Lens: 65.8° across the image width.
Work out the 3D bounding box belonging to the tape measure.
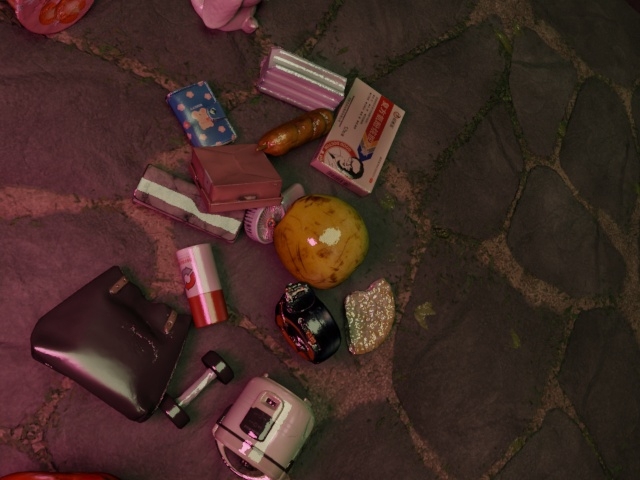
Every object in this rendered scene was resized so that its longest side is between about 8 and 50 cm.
[{"bbox_3d":[-0.041,0.238,1.388,0.135,0.202,0.223,-32,79,-24],"label":"tape measure"}]

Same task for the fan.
[{"bbox_3d":[-0.128,-0.091,1.471,0.244,0.074,0.130,-46,141,-35],"label":"fan"}]

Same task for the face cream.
[{"bbox_3d":[-0.319,0.123,1.344,0.095,0.096,0.214,-13,85,-26],"label":"face cream"}]

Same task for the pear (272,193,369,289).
[{"bbox_3d":[0.000,0.000,1.417,0.283,0.283,0.284,5,78,-23],"label":"pear"}]

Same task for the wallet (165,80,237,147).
[{"bbox_3d":[-0.345,-0.359,1.451,0.141,0.059,0.202,-31,93,-28],"label":"wallet"}]

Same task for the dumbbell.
[{"bbox_3d":[-0.324,0.386,1.287,0.191,0.100,0.100,-42,98,-25],"label":"dumbbell"}]

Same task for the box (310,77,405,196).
[{"bbox_3d":[0.131,-0.348,1.661,0.214,0.069,0.353,30,71,-16],"label":"box"}]

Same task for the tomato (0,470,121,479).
[{"bbox_3d":[-0.560,0.627,1.027,0.325,0.290,0.293,5,75,-22],"label":"tomato"}]

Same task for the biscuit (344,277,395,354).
[{"bbox_3d":[0.148,0.233,1.563,0.188,0.040,0.265,36,66,-14],"label":"biscuit"}]

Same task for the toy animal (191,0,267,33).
[{"bbox_3d":[-0.234,-0.759,1.470,0.271,0.265,0.206,-42,99,-27],"label":"toy animal"}]

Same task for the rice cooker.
[{"bbox_3d":[-0.149,0.490,1.282,0.226,0.226,0.244,40,69,-12],"label":"rice cooker"}]

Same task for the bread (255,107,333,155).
[{"bbox_3d":[-0.082,-0.319,1.497,0.344,0.124,0.084,-39,116,-43],"label":"bread"}]

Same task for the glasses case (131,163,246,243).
[{"bbox_3d":[-0.360,-0.100,1.381,0.299,0.060,0.114,25,74,-21],"label":"glasses case"}]

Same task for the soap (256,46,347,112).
[{"bbox_3d":[-0.062,-0.498,1.557,0.261,0.150,0.094,19,67,-20],"label":"soap"}]

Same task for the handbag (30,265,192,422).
[{"bbox_3d":[-0.495,0.240,1.222,0.342,0.152,0.288,41,55,-15],"label":"handbag"}]

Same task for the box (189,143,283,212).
[{"bbox_3d":[-0.235,-0.181,1.384,0.215,0.086,0.215,-8,44,-27],"label":"box"}]

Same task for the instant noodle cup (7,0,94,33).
[{"bbox_3d":[-0.740,-0.698,1.257,0.231,0.243,0.243,45,65,-2],"label":"instant noodle cup"}]
